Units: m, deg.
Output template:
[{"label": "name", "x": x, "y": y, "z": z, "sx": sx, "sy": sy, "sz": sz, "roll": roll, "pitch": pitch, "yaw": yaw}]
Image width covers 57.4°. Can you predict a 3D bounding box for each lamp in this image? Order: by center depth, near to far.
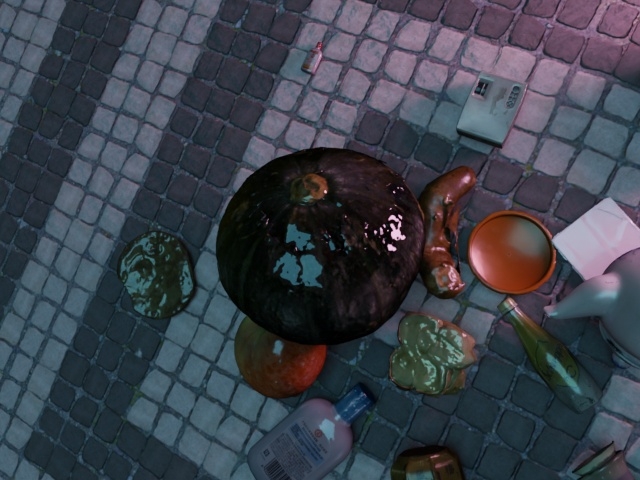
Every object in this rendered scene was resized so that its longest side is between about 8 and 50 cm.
[{"label": "lamp", "x": 0.236, "y": 0.538, "z": 1.240, "sx": 0.162, "sy": 0.161, "sz": 0.184, "roll": -12, "pitch": 81, "yaw": 16}]

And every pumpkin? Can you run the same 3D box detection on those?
[{"label": "pumpkin", "x": 0.000, "y": 0.000, "z": 1.236, "sx": 0.455, "sy": 0.343, "sz": 0.454, "roll": 0, "pitch": 48, "yaw": 0}]

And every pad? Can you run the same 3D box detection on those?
[{"label": "pad", "x": 0.624, "y": 0.041, "z": 1.235, "sx": 0.156, "sy": 0.004, "sz": 0.232, "roll": -39, "pitch": 80, "yaw": 9}]

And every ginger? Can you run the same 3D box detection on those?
[{"label": "ginger", "x": 0.267, "y": -0.020, "z": 1.309, "sx": 0.133, "sy": 0.107, "sz": 0.308, "roll": -7, "pitch": 74, "yaw": 46}]

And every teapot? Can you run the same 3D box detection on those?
[{"label": "teapot", "x": 0.645, "y": 0.152, "z": 1.116, "sx": 0.425, "sy": 0.252, "sz": 0.279, "roll": 14, "pitch": 128, "yaw": -4}, {"label": "teapot", "x": 0.612, "y": 0.524, "z": 1.120, "sx": 0.183, "sy": 0.183, "sz": 0.250, "roll": -42, "pitch": 64, "yaw": 9}]

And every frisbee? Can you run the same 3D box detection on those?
[{"label": "frisbee", "x": 0.419, "y": 0.028, "z": 1.292, "sx": 0.192, "sy": 0.035, "sz": 0.191, "roll": -1, "pitch": 77, "yaw": 6}]

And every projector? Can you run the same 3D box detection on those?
[{"label": "projector", "x": 0.388, "y": -0.296, "z": 1.326, "sx": 0.115, "sy": 0.061, "sz": 0.147, "roll": 23, "pitch": 91, "yaw": 17}]

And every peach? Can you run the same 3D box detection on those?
[{"label": "peach", "x": -0.089, "y": 0.267, "z": 1.362, "sx": 0.233, "sy": 0.232, "sz": 0.232, "roll": -2, "pitch": 84, "yaw": 17}]

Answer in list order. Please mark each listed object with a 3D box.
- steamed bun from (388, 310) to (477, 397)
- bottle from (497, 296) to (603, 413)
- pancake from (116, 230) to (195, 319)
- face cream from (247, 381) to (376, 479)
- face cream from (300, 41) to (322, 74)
[{"label": "steamed bun", "x": 0.254, "y": 0.251, "z": 1.291, "sx": 0.193, "sy": 0.106, "sz": 0.177, "roll": 6, "pitch": 90, "yaw": 27}, {"label": "bottle", "x": 0.473, "y": 0.236, "z": 1.232, "sx": 0.083, "sy": 0.083, "sz": 0.269, "roll": -41, "pitch": 73, "yaw": 9}, {"label": "pancake", "x": -0.433, "y": 0.093, "z": 1.554, "sx": 0.236, "sy": 0.042, "sz": 0.222, "roll": 39, "pitch": 92, "yaw": 14}, {"label": "face cream", "x": -0.013, "y": 0.459, "z": 1.362, "sx": 0.337, "sy": 0.080, "sz": 0.163, "roll": -44, "pitch": 73, "yaw": 9}, {"label": "face cream", "x": -0.018, "y": -0.467, "z": 1.493, "sx": 0.040, "sy": 0.021, "sz": 0.083, "roll": 25, "pitch": 92, "yaw": 17}]
